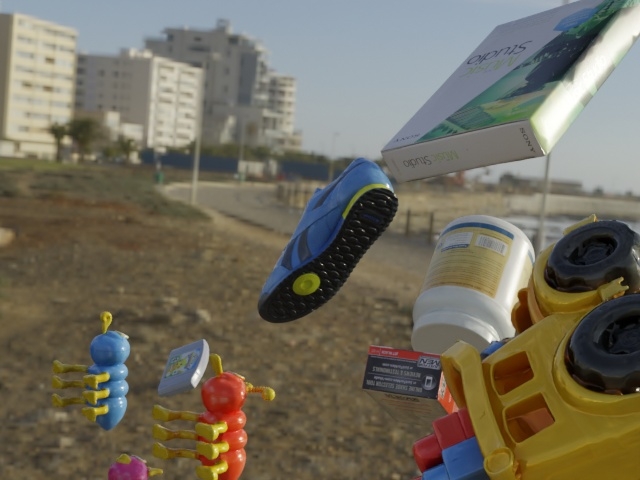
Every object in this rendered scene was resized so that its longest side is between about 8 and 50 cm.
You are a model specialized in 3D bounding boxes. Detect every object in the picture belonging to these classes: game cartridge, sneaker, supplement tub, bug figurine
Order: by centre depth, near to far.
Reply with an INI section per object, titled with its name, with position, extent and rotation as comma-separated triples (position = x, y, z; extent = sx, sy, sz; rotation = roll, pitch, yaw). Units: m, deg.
[bug figurine]
position = -0.138, 0.182, 0.914
extent = 0.072, 0.216, 0.279
rotation = 1, 6, -38
[sneaker]
position = 0.000, 0.000, 1.191
extent = 0.069, 0.209, 0.082
rotation = 26, 22, -38
[game cartridge]
position = -0.163, 0.153, 1.323
extent = 0.056, 0.017, 0.083
rotation = -18, 29, 17
[supplement tub]
position = 0.213, 0.078, 1.541
extent = 0.144, 0.199, 0.144
rotation = 15, -38, 13

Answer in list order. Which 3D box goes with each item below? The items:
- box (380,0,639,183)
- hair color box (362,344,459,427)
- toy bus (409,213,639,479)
[box]
position = 0.247, -0.195, 1.357
extent = 0.232, 0.058, 0.322
rotation = -9, 32, 47
[hair color box]
position = 0.091, 0.138, 1.006
extent = 0.072, 0.043, 0.141
rotation = 6, -18, 18
[toy bus]
position = 0.147, 0.112, 0.715
extent = 0.211, 0.149, 0.220
rotation = -24, 29, 10
